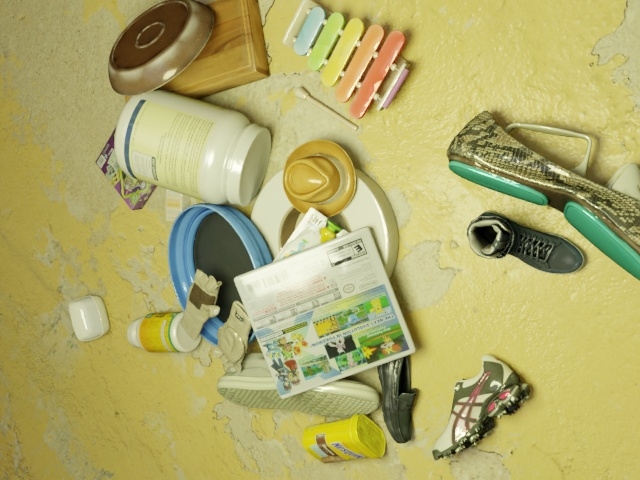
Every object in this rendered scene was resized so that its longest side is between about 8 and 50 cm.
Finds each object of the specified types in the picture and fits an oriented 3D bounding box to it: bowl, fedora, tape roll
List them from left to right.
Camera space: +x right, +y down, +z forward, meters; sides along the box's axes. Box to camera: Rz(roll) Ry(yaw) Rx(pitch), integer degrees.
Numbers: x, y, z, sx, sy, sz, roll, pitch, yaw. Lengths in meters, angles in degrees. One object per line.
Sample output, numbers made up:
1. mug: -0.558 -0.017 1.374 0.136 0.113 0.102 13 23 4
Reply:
1. bowl: -0.748 0.251 1.820 0.141 0.053 0.142 -17 88 30
2. bowl: -0.260 0.091 1.461 0.391 0.077 0.392 16 114 40
3. fedora: -0.017 -0.138 1.261 0.194 0.079 0.195 4 99 28
4. tape roll: 0.000 0.000 1.357 0.391 0.072 0.392 5 100 28

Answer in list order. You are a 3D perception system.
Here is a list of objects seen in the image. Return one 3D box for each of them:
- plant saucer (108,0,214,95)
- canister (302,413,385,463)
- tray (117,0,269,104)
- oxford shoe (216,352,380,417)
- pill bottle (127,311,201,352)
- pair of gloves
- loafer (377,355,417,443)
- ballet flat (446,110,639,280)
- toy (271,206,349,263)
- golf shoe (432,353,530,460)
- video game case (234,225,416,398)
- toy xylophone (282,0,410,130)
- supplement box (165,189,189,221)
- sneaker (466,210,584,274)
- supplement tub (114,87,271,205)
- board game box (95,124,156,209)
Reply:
1. plant saucer: -0.401 -0.484 1.351 0.310 0.050 0.311 -15 53 21
2. canister: 0.056 0.493 1.372 0.169 0.073 0.126 -23 126 32
3. tray: -0.341 -0.478 1.449 0.410 0.076 0.203 -9 88 23
4. oxford shoe: -0.061 0.354 1.408 0.449 0.130 0.169 -2 136 29
5. pill bottle: -0.460 0.268 1.625 0.208 0.117 0.118 -7 94 30
6. pair of gloves: -0.261 0.201 1.414 0.240 0.042 0.204 35 122 29
7. loafer: 0.187 0.364 1.299 0.078 0.076 0.223 -9 89 38
8. ballet flat: 0.473 -0.108 1.043 0.482 0.164 0.182 36 92 22
9. toy: -0.031 0.053 1.299 0.136 0.056 0.237 35 104 -3
10. golf shoe: 0.331 0.373 1.223 0.273 0.105 0.120 -52 54 20
11. video game case: 0.009 0.164 1.252 0.328 0.036 0.300 -21 92 7
12. toy xylophone: 0.052 -0.392 1.267 0.322 0.081 0.236 32 111 22
13. supplement box: -0.407 -0.103 1.589 0.062 0.036 0.099 8 100 28
14. sneaker: 0.394 0.014 1.087 0.226 0.163 0.086 25 107 23
15. supplement tub: -0.308 -0.226 1.376 0.324 0.235 0.236 18 106 9
16. board game box: -0.513 -0.281 1.620 0.347 0.056 0.208 -47 70 26
